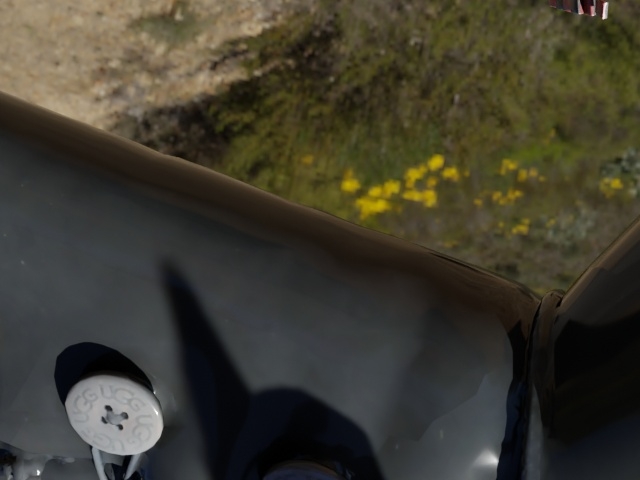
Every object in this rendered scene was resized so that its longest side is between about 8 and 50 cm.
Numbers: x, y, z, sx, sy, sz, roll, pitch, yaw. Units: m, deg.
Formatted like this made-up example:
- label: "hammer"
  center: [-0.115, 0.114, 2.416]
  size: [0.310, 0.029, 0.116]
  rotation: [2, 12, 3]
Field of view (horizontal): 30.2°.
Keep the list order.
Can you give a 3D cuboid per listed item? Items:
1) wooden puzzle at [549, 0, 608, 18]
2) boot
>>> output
- label: "wooden puzzle"
  center: [0.142, -0.155, 0.676]
  size: [0.006, 0.049, 0.083]
  rotation: [-13, -160, -11]
- label: "boot"
  center: [-0.001, 0.002, 0.463]
  size: [0.445, 0.367, 0.146]
  rotation: [20, -153, 14]
